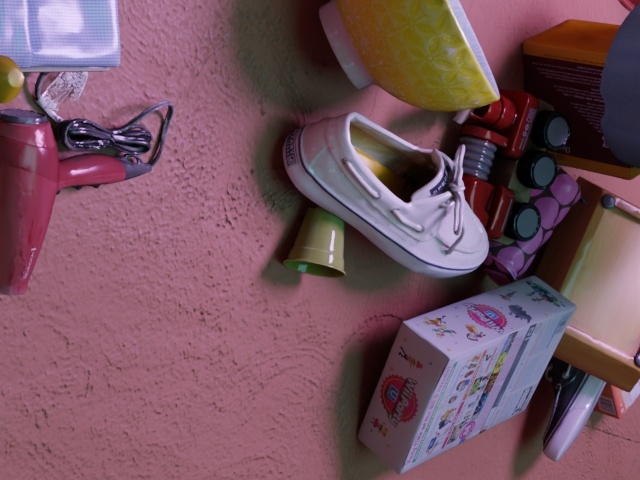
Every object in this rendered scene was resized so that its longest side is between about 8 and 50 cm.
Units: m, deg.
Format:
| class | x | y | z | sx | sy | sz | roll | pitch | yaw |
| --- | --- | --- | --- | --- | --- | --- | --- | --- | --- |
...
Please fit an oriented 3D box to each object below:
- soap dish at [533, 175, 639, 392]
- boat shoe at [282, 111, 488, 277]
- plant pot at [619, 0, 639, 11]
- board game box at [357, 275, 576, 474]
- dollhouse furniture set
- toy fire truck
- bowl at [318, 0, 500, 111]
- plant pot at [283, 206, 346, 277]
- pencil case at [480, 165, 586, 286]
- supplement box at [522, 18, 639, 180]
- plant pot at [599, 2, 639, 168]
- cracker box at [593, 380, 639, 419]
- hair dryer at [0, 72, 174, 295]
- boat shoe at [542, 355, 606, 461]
| class | x | y | z | sx | sy | sz | roll | pitch | yaw |
| --- | --- | --- | --- | --- | --- | --- | --- | --- | --- |
| soap dish | 0.470 | 0.069 | 2.133 | 0.229 | 0.118 | 0.290 | 27 | 79 | -8 |
| boat shoe | 0.132 | -0.069 | 1.710 | 0.367 | 0.156 | 0.135 | 32 | 51 | -36 |
| plant pot | 0.643 | -0.484 | 2.101 | 0.272 | 0.265 | 0.272 | -19 | 117 | -43 |
| board game box | 0.217 | 0.191 | 1.935 | 0.303 | 0.097 | 0.224 | -17 | 136 | -44 |
| dollhouse furniture set | -0.201 | -0.282 | 1.245 | 0.286 | 0.198 | 0.303 | -6 | 95 | -46 |
| toy fire truck | 0.228 | -0.123 | 1.872 | 0.246 | 0.158 | 0.217 | 20 | 88 | -37 |
| bowl | 0.091 | -0.271 | 1.626 | 0.156 | 0.289 | 0.289 | -26 | 135 | 13 |
| plant pot | 0.000 | 0.000 | 1.707 | 0.083 | 0.083 | 0.079 | 26 | 72 | -49 |
| pencil case | 0.322 | -0.019 | 2.044 | 0.209 | 0.095 | 0.098 | -48 | 166 | -23 |
| supplement box | 0.426 | -0.218 | 2.007 | 0.129 | 0.191 | 0.194 | -29 | 122 | -37 |
| plant pot | 0.587 | -0.194 | 1.793 | 0.341 | 0.334 | 0.341 | -19 | 117 | -41 |
| cracker box | 0.565 | 0.189 | 2.394 | 0.232 | 0.067 | 0.155 | -45 | 132 | -29 |
| hair dryer | -0.262 | -0.070 | 1.386 | 0.293 | 0.080 | 0.223 | -57 | 137 | -17 |
| boat shoe | 0.431 | 0.224 | 2.234 | 0.301 | 0.102 | 0.108 | -64 | 162 | -5 |
